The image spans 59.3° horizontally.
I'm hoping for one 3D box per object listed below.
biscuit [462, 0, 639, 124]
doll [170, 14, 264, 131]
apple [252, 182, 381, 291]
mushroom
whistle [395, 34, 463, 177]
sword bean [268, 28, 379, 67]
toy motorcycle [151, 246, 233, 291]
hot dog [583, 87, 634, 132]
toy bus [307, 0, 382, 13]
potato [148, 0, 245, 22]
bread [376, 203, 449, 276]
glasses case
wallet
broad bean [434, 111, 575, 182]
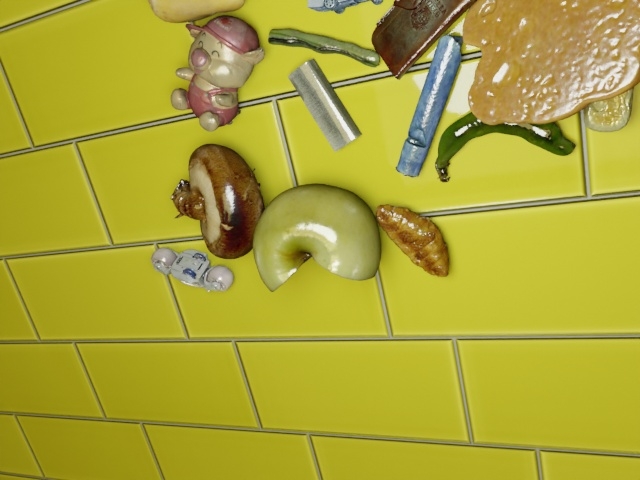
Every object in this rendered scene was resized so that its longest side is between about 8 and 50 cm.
[{"bbox_3d":[0.416,-0.373,1.039,0.351,0.057,0.312,-26,81,42],"label":"biscuit"},{"bbox_3d":[-0.244,-0.394,1.303,0.196,0.152,0.256,24,116,-4],"label":"doll"},{"bbox_3d":[-0.009,-0.018,1.307,0.294,0.258,0.234,-5,109,21],"label":"apple"},{"bbox_3d":[-0.245,-0.096,1.406,0.278,0.163,0.297,18,120,39],"label":"mushroom"},{"bbox_3d":[0.234,-0.284,1.204,0.062,0.062,0.305,23,119,12],"label":"whistle"},{"bbox_3d":[0.006,-0.430,1.247,0.269,0.038,0.043,18,130,14],"label":"sword bean"},{"bbox_3d":[-0.365,0.090,1.605,0.254,0.112,0.113,16,117,14],"label":"toy motorcycle"},{"bbox_3d":[0.543,-0.327,1.048,0.084,0.073,0.243,3,110,17],"label":"hot dog"},{"bbox_3d":[0.065,-0.523,1.170,0.190,0.064,0.076,-5,98,24],"label":"toy bus"},{"bbox_3d":[-0.273,-0.552,1.234,0.233,0.151,0.146,-6,137,17],"label":"potato"},{"bbox_3d":[0.226,-0.013,1.316,0.233,0.076,0.105,43,133,-7],"label":"bread"},{"bbox_3d":[0.009,-0.309,1.294,0.070,0.047,0.205,-29,100,31],"label":"glasses case"},{"bbox_3d":[0.208,-0.460,1.128,0.255,0.031,0.137,-42,72,33],"label":"wallet"},{"bbox_3d":[0.371,-0.215,1.188,0.291,0.049,0.144,-11,114,28],"label":"broad bean"}]
